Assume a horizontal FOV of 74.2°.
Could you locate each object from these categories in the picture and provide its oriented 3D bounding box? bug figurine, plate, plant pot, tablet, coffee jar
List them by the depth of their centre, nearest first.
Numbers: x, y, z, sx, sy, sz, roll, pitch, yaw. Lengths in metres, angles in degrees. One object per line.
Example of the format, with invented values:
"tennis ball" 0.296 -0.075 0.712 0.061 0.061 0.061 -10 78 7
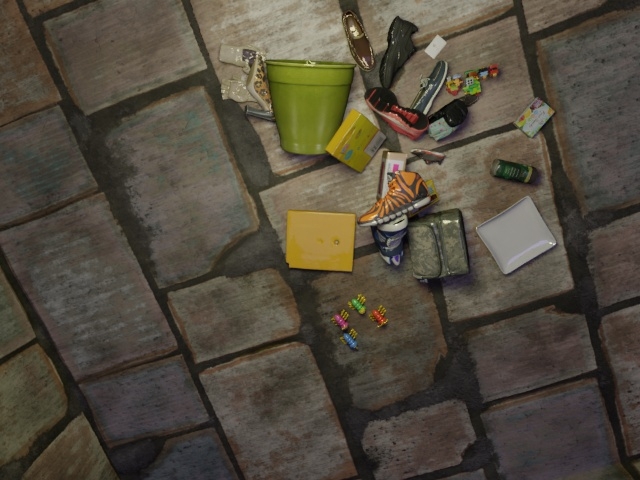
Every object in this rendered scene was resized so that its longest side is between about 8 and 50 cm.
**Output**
"plant pot" -0.048 -0.550 1.755 0.367 0.366 0.352 4 115 2
"tablet" 0.494 -0.831 1.818 0.054 0.006 0.083 38 102 -6
"coffee jar" 0.858 -0.306 1.881 0.185 0.096 0.079 12 106 0
"plate" 0.905 -0.024 1.973 0.277 0.045 0.278 -34 100 9
"bug figurine" 0.184 0.402 2.091 0.279 0.072 0.216 -43 98 11

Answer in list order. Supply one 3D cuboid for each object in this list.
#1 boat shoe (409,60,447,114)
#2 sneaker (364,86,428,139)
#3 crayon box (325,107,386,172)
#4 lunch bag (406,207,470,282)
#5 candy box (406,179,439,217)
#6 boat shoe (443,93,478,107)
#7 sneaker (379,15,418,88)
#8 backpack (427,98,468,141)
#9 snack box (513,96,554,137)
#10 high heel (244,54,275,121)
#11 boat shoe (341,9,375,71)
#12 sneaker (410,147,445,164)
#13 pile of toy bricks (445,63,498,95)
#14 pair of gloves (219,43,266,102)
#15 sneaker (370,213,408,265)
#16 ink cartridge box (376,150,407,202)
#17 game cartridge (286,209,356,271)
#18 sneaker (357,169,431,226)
"boat shoe" 0.457 -0.653 1.820 0.079 0.095 0.254 20 113 -14
"sneaker" 0.313 -0.537 1.840 0.314 0.136 0.116 38 74 11
"crayon box" 0.145 -0.417 1.775 0.081 0.319 0.202 41 103 22
"lunch bag" 0.529 0.024 1.926 0.256 0.212 0.304 -9 103 22
"candy box" 0.447 -0.190 1.902 0.206 0.027 0.105 -30 101 -30
"boat shoe" 0.617 -0.597 1.845 0.152 0.049 0.056 -24 102 8
"sneaker" 0.331 -0.785 1.790 0.130 0.109 0.286 12 107 -9
"backpack" 0.525 -0.505 1.807 0.152 0.182 0.115 -38 97 -27
"snack box" 0.932 -0.537 1.853 0.100 0.037 0.141 37 102 -8
"high heel" -0.224 -0.655 1.845 0.186 0.093 0.261 6 96 -30
"boat shoe" 0.156 -0.840 1.784 0.095 0.095 0.257 -28 101 8
"sneaker" 0.476 -0.375 1.902 0.158 0.061 0.064 12 110 0
"pile of toy bricks" 0.650 -0.666 1.796 0.213 0.118 0.105 -14 110 7
"pair of gloves" -0.338 -0.731 1.859 0.204 0.042 0.240 3 109 -3
"sneaker" 0.329 0.002 1.865 0.130 0.323 0.236 -26 101 -10
"ink cartridge box" 0.310 -0.274 1.863 0.088 0.193 0.234 6 103 1
"game cartridge" 0.000 0.000 2.019 0.324 0.052 0.285 4 104 4
"sneaker" 0.276 -0.182 1.735 0.321 0.124 0.180 -24 98 -4
